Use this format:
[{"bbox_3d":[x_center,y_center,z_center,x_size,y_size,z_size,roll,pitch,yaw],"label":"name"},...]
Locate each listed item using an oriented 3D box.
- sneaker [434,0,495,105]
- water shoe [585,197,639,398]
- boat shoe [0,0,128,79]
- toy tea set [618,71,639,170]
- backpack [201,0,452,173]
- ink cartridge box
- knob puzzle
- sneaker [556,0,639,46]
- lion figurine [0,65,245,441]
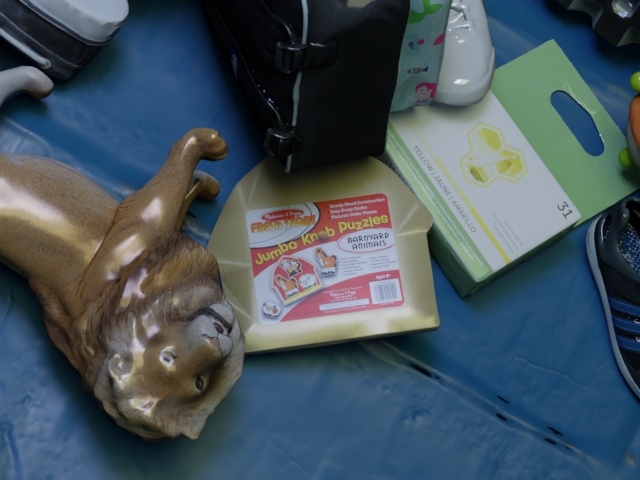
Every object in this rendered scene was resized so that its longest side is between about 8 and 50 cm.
[{"bbox_3d":[0.112,-0.215,1.432,0.080,0.094,0.212,-1,52,2],"label":"sneaker"},{"bbox_3d":[0.288,0.062,1.407,0.073,0.080,0.203,-18,75,-20],"label":"water shoe"},{"bbox_3d":[-0.303,-0.244,1.334,0.301,0.102,0.108,36,30,-17],"label":"boat shoe"},{"bbox_3d":[0.371,-0.003,1.450,0.200,0.124,0.336,12,58,-52],"label":"toy tea set"},{"bbox_3d":[-0.009,-0.213,1.350,0.191,0.225,0.253,-19,53,-21],"label":"backpack"},{"bbox_3d":[0.174,-0.078,1.447,0.235,0.056,0.171,-30,79,-21],"label":"ink cartridge box"},{"bbox_3d":[0.000,0.000,1.375,0.213,0.030,0.213,-1,65,2],"label":"knob puzzle"},{"bbox_3d":[0.230,-0.309,1.530,0.330,0.122,0.146,40,47,4],"label":"sneaker"},{"bbox_3d":[-0.215,-0.022,1.274,0.392,0.142,0.240,30,63,0],"label":"lion figurine"}]
